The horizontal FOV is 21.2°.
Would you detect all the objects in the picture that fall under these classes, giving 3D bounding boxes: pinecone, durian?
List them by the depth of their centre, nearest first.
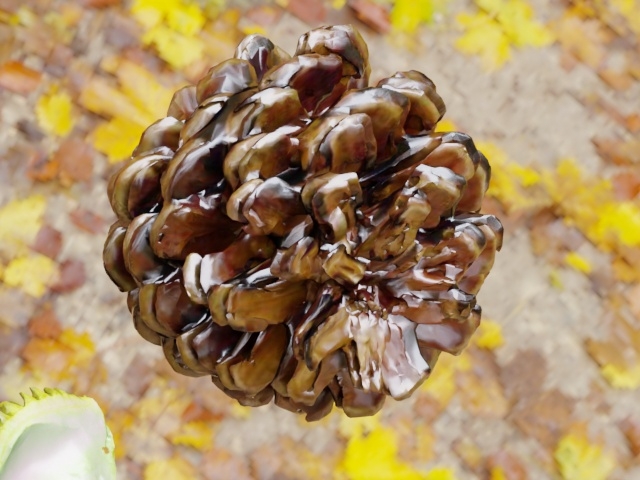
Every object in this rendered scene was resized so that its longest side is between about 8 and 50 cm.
[{"bbox_3d":[0.000,0.000,0.930,0.221,0.221,0.221,14,52,-19],"label":"pinecone"},{"bbox_3d":[-0.235,0.283,1.335,0.169,0.157,0.355,3,71,-20],"label":"durian"}]
